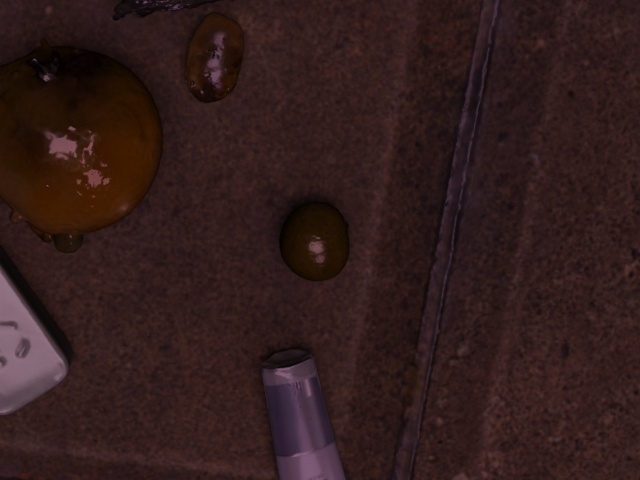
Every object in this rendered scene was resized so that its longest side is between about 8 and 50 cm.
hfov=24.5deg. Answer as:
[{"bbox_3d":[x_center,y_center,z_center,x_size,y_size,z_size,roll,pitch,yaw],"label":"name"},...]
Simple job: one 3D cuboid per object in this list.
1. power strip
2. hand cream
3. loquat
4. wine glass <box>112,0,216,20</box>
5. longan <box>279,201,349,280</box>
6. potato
[{"bbox_3d":[-0.365,-0.015,1.351,0.091,0.062,0.385,-33,104,-1],"label":"power strip"},{"bbox_3d":[-0.009,0.232,1.444,0.079,0.048,0.255,-13,104,-4],"label":"hand cream"},{"bbox_3d":[-0.227,-0.079,1.308,0.172,0.149,0.205,4,116,-7],"label":"loquat"},{"bbox_3d":[-0.139,-0.291,1.291,0.122,0.122,0.183,-9,98,-3],"label":"wine glass"},{"bbox_3d":[0.000,0.000,1.389,0.083,0.075,0.075,-20,108,-44],"label":"longan"},{"bbox_3d":[-0.097,-0.167,1.353,0.051,0.040,0.083,9,103,-12],"label":"potato"}]
